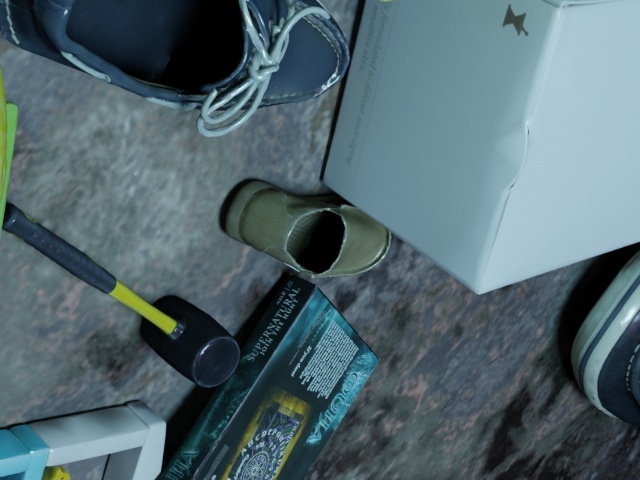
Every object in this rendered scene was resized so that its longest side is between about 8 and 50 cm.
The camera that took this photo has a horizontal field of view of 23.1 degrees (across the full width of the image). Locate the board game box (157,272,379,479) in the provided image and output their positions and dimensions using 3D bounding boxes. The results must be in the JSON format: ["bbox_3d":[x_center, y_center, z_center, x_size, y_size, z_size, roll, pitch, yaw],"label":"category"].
[{"bbox_3d":[-0.037,0.129,1.061,0.186,0.026,0.126,-57,147,-13],"label":"board game box"}]

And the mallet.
[{"bbox_3d":[-0.124,0.025,0.913,0.189,0.062,0.039,39,85,-38],"label":"mallet"}]

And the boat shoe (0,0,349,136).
[{"bbox_3d":[-0.063,-0.110,0.831,0.254,0.079,0.095,15,106,-51],"label":"boat shoe"}]

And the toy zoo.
[{"bbox_3d":[-0.202,0.200,0.958,0.293,0.030,0.192,-6,122,-45],"label":"toy zoo"}]

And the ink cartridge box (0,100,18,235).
[{"bbox_3d":[-0.276,0.019,0.683,0.255,0.097,0.189,-13,127,-43],"label":"ink cartridge box"}]

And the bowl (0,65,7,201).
[{"bbox_3d":[-0.209,-0.012,0.525,0.289,0.156,0.289,-27,132,-35],"label":"bowl"}]

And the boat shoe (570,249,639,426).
[{"bbox_3d":[0.383,0.135,1.449,0.187,0.156,0.500,-53,142,1],"label":"boat shoe"}]

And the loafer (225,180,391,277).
[{"bbox_3d":[0.000,0.000,1.008,0.148,0.050,0.056,8,111,-50],"label":"loafer"}]

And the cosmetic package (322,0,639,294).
[{"bbox_3d":[0.197,-0.114,1.049,0.365,0.155,0.197,-13,128,-41],"label":"cosmetic package"}]
